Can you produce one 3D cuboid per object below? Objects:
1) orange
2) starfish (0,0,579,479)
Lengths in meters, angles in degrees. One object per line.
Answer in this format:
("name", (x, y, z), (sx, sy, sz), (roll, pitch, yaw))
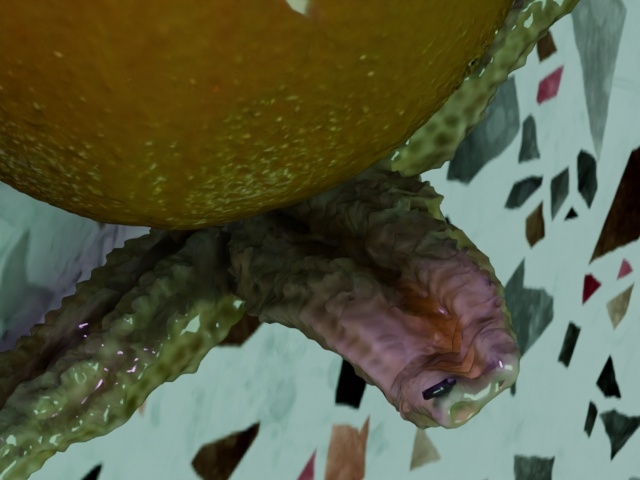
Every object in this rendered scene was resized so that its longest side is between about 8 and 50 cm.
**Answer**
("orange", (-0.051, -0.134, 0.586), (0.274, 0.274, 0.274), (-21, 117, -50))
("starfish", (0.000, 0.000, 0.686), (0.082, 0.324, 0.432), (54, 52, -29))
